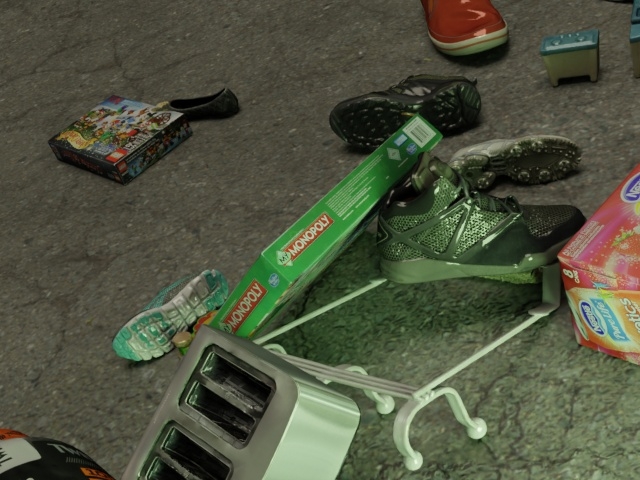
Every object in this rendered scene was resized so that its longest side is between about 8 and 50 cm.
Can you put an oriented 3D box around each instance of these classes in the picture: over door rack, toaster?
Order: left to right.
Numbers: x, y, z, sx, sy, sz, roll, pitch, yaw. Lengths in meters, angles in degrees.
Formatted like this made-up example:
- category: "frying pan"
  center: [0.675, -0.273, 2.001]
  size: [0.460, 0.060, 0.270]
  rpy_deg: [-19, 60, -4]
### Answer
- category: "toaster"
  center: [-0.068, 0.185, 0.844]
  size: [0.186, 0.110, 0.168]
  rpy_deg: [25, 86, 39]
- category: "over door rack"
  center: [0.086, 0.114, 1.016]
  size: [0.240, 0.108, 0.324]
  rpy_deg: [10, 31, 37]

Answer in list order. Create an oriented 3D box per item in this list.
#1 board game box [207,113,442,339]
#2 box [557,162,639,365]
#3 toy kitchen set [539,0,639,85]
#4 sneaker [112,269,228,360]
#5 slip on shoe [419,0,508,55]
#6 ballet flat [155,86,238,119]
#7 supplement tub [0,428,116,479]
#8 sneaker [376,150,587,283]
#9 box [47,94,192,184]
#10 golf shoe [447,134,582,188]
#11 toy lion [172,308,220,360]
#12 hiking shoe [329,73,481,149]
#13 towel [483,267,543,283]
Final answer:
- category: "board game box"
  center: [0.000, 0.000, 1.096]
  size: [0.317, 0.046, 0.213]
  rpy_deg: [-43, -4, -41]
- category: "box"
  center: [0.370, -0.001, 0.981]
  size: [0.123, 0.128, 0.257]
  rpy_deg: [19, 52, 43]
- category: "toy kitchen set"
  center: [0.420, -0.341, 1.415]
  size: [0.166, 0.122, 0.207]
  rpy_deg: [-3, 38, 25]
- category: "sneaker"
  center: [-0.198, 0.095, 1.232]
  size: [0.166, 0.065, 0.076]
  rpy_deg: [-33, 20, -21]
- category: "slip on shoe"
  center: [0.231, -0.406, 1.626]
  size: [0.123, 0.101, 0.331]
  rpy_deg: [-17, 36, 4]
- category: "ballet flat"
  center: [-0.222, -0.246, 1.697]
  size: [0.173, 0.049, 0.057]
  rpy_deg: [-2, 38, 26]
- category: "supplement tub"
  center: [-0.229, 0.304, 0.825]
  size: [0.207, 0.207, 0.338]
  rpy_deg: [-41, 40, -25]
- category: "sneaker"
  center: [0.170, -0.032, 1.018]
  size: [0.228, 0.130, 0.087]
  rpy_deg: [-6, 26, 6]
- category: "box"
  center: [-0.357, -0.183, 1.691]
  size: [0.233, 0.044, 0.159]
  rpy_deg: [19, 51, 44]
- category: "golf shoe"
  center: [0.252, -0.116, 1.257]
  size: [0.176, 0.069, 0.086]
  rpy_deg: [-7, 31, 19]
- category: "toy lion"
  center: [-0.124, 0.120, 1.174]
  size: [0.096, 0.034, 0.100]
  rpy_deg: [-32, 36, -28]
- category: "hiking shoe"
  center: [0.128, -0.198, 1.434]
  size: [0.227, 0.086, 0.114]
  rpy_deg: [-7, 24, 12]
- category: "towel"
  center: [0.215, 0.006, 1.143]
  size: [0.148, 0.027, 0.110]
  rpy_deg: [8, 45, 34]
